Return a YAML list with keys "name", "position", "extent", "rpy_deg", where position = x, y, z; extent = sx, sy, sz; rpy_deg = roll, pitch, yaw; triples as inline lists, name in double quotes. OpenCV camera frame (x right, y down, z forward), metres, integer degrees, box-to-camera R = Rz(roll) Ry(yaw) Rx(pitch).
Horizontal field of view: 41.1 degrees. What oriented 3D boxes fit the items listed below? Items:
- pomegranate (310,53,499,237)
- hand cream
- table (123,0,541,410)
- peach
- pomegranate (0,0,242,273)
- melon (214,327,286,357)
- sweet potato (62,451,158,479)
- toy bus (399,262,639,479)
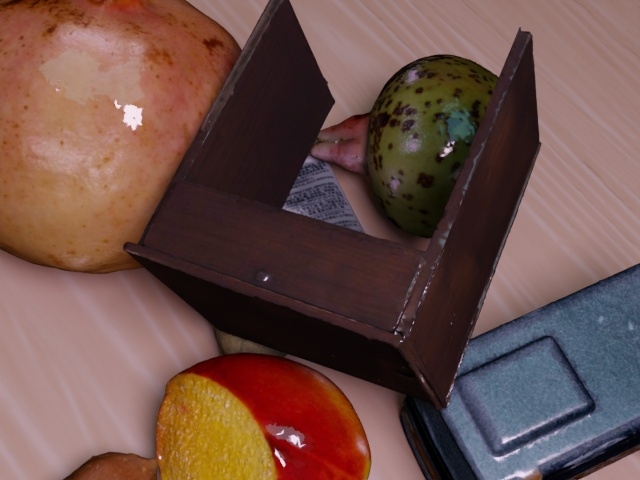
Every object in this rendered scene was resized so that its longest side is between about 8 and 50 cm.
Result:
- name: "pomegranate"
  position: [0.107, -0.107, 0.986]
  extent: [0.248, 0.214, 0.214]
  rpy_deg: [1, 56, 21]
- name: "hand cream"
  position: [0.000, 0.000, 0.978]
  extent: [0.124, 0.077, 0.340]
  rpy_deg: [-16, 57, -20]
- name: "table"
  position: [0.030, -0.041, 0.751]
  extent: [0.251, 0.196, 0.282]
  rpy_deg: [17, 72, 26]
- name: "peach"
  position: [-0.057, 0.193, 0.776]
  extent: [0.192, 0.190, 0.190]
  rpy_deg: [21, 57, -18]
- name: "pomegranate"
  position: [-0.221, -0.134, 0.851]
  extent: [0.338, 0.338, 0.338]
  rpy_deg: [5, 60, -9]
- name: "melon"
  position: [-0.062, 0.074, 0.894]
  extent: [0.098, 0.098, 0.130]
  rpy_deg: [21, 60, 1]
- name: "sweet potato"
  position: [-0.243, 0.305, 0.733]
  extent: [0.097, 0.097, 0.291]
  rpy_deg: [31, 66, 7]
- name: "toy bus"
  position: [0.252, 0.147, 0.840]
  extent: [0.324, 0.194, 0.161]
  rpy_deg: [-22, 64, -9]
